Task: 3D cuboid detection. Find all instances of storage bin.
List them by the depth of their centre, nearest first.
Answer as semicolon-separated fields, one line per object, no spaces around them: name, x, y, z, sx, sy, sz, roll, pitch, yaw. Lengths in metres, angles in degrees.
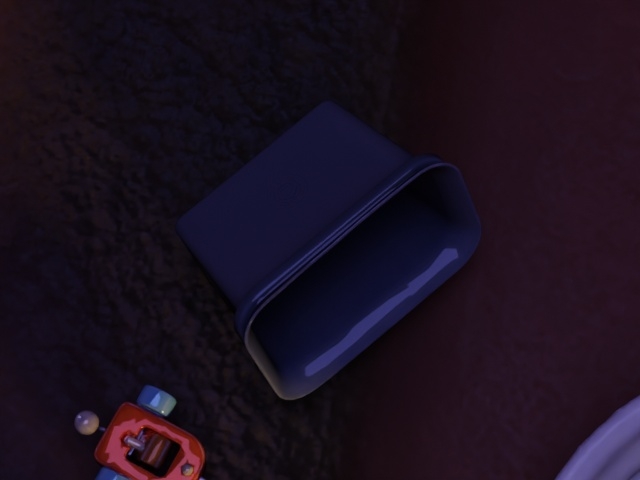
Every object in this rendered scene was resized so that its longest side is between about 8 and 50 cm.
storage bin;0.000;0.000;0.915;0.135;0.098;0.091;-39;53;-8

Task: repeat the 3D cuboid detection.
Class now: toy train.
toy train;-0.084;0.163;0.895;0.125;0.046;0.166;22;75;6

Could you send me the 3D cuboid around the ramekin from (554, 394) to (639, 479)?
ramekin;0.218;0.196;0.842;0.277;0.135;0.277;0;77;0
